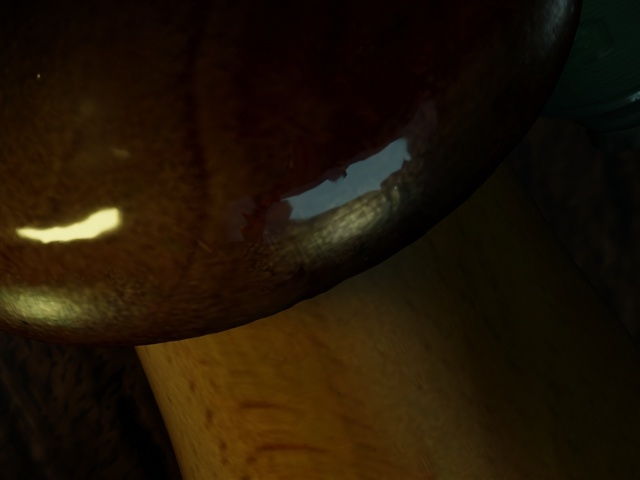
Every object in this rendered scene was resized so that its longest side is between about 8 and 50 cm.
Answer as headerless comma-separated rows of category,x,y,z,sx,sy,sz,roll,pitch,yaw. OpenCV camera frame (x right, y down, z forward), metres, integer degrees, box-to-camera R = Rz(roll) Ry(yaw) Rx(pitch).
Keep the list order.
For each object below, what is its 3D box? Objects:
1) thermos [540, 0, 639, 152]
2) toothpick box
thermos,0.066,-0.104,0.612,0.073,0.083,0.188,-27,130,7
toothpick box,0.000,0.000,0.545,0.192,0.192,0.294,-39,135,-12
